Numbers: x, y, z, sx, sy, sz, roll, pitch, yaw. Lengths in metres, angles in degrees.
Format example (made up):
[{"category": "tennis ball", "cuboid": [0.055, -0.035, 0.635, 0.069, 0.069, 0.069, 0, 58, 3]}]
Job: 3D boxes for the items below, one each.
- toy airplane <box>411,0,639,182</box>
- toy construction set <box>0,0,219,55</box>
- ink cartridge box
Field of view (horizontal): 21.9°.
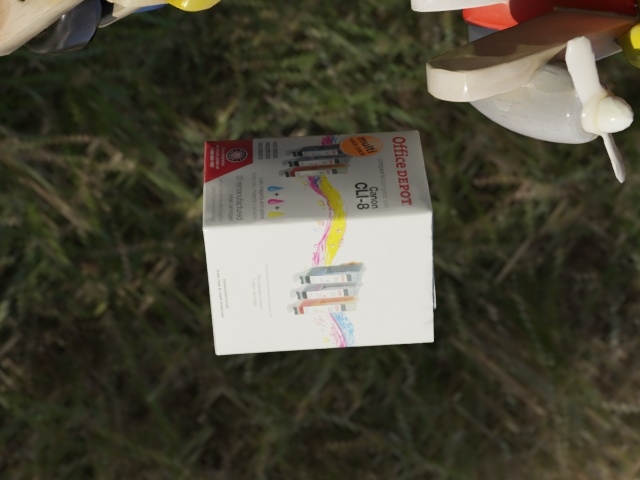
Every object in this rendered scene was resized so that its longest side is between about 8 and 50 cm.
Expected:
[{"category": "toy airplane", "cuboid": [0.268, -0.174, 1.373, 0.386, 0.272, 0.384, -19, -176, 2]}, {"category": "toy construction set", "cuboid": [-0.040, -0.169, 0.656, 0.309, 0.237, 0.257, 17, 93, -43]}, {"category": "ink cartridge box", "cuboid": [0.000, 0.000, 1.305, 0.176, 0.128, 0.127, -3, 125, -1]}]
